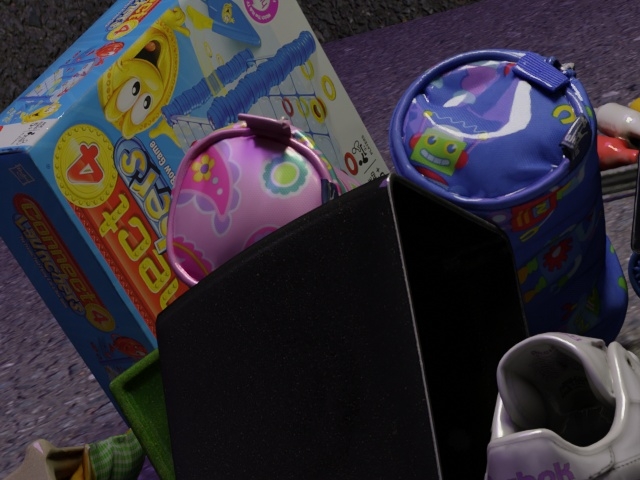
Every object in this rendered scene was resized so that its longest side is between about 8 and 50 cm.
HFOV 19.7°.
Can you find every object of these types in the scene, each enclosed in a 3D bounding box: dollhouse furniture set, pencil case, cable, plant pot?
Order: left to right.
[{"bbox_3d":[-0.118,0.192,1.230,0.301,0.151,0.197,-36,-11,9],"label":"dollhouse furniture set"},{"bbox_3d":[0.000,0.000,1.214,0.124,0.124,0.284,-17,-15,16],"label":"pencil case"},{"bbox_3d":[0.016,0.088,1.023,0.167,0.187,0.188,-16,-16,23],"label":"plant pot"},{"bbox_3d":[0.134,-0.015,1.217,0.133,0.119,0.306,-42,-28,-7],"label":"pencil case"},{"bbox_3d":[0.324,-0.088,1.720,0.139,0.072,0.287,-31,15,-20],"label":"cable"}]

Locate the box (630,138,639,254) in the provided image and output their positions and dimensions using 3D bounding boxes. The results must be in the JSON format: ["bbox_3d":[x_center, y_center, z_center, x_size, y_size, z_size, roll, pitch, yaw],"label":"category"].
[{"bbox_3d":[0.361,-0.109,1.174,0.294,0.183,0.296,6,22,11],"label":"box"}]

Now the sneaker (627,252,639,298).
[{"bbox_3d":[0.336,0.005,1.289,0.232,0.081,0.090,-7,14,26],"label":"sneaker"}]

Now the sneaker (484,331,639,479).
[{"bbox_3d":[0.167,0.097,0.969,0.114,0.152,0.305,-17,11,26],"label":"sneaker"}]

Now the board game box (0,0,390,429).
[{"bbox_3d":[-0.088,-0.032,1.419,0.086,0.308,0.302,-5,35,42],"label":"board game box"}]
